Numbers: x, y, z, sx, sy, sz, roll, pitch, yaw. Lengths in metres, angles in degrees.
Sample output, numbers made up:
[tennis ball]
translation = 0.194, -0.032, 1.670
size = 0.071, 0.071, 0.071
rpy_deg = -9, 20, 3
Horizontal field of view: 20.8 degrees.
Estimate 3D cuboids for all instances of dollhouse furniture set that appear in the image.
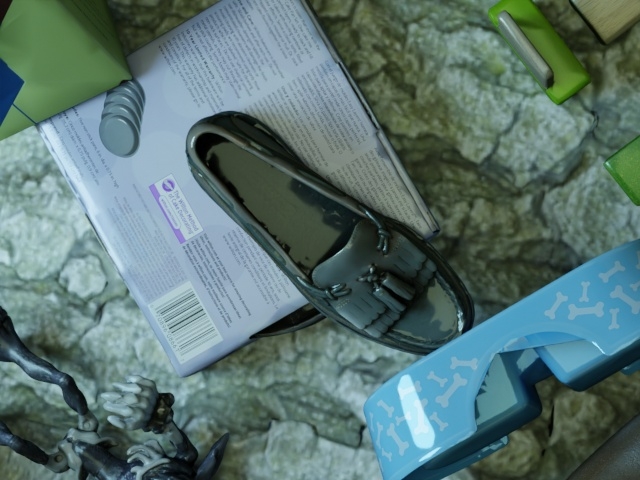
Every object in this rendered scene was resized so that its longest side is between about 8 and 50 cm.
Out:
[dollhouse furniture set]
translation = 0.300, -0.192, 1.321
size = 0.301, 0.151, 0.197
rpy_deg = -37, 86, 7

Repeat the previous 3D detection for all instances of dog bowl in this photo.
[dog bowl]
translation = 0.164, 0.094, 1.348
size = 0.297, 0.166, 0.074
rpy_deg = -30, 75, 8

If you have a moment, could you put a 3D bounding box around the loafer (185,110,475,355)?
[loafer]
translation = 0.000, 0.000, 1.337
size = 0.267, 0.084, 0.096
rpy_deg = 38, 96, 5

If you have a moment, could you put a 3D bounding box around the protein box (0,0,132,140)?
[protein box]
translation = -0.268, -0.217, 1.353
size = 0.136, 0.200, 0.201
rpy_deg = -24, 67, 8

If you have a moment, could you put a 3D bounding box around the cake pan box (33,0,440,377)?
[cake pan box]
translation = -0.065, -0.051, 1.421
size = 0.246, 0.070, 0.267
rpy_deg = -32, 86, 10

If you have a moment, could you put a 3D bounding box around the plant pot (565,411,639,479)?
[plant pot]
translation = 0.299, 0.196, 1.319
size = 0.215, 0.215, 0.230
rpy_deg = 36, 81, 6

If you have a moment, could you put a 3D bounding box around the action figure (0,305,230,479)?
[action figure]
translation = -0.185, 0.178, 1.407
size = 0.276, 0.141, 0.164
rpy_deg = 33, 84, 8
